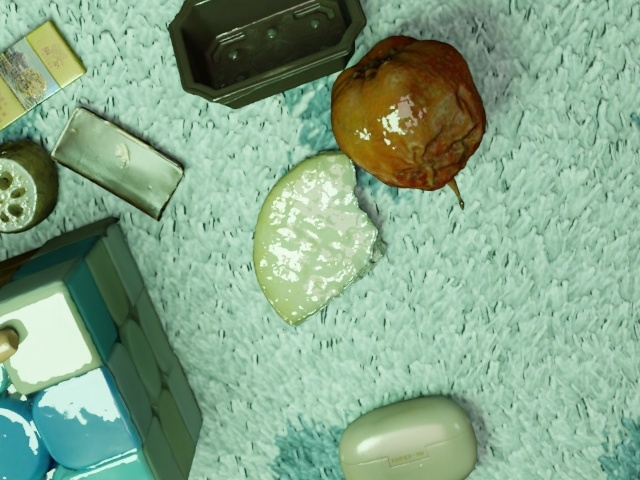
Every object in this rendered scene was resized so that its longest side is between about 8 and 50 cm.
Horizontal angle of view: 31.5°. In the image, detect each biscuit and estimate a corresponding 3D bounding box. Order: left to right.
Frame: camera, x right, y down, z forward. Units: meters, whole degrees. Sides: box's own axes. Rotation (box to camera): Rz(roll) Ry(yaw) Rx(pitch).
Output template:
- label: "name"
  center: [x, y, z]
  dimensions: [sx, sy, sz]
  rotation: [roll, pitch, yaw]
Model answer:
- label: "biscuit"
  center: [0.000, 0.000, 1.601]
  dimensions: [0.188, 0.040, 0.265]
  rotation: [13, 103, 0]

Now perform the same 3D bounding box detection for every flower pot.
- label: "flower pot"
  center: [-0.062, -0.262, 1.492]
  dimensions: [0.251, 0.084, 0.179]
  rotation: [-20, 62, 6]

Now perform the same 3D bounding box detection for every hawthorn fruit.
- label: "hawthorn fruit"
  center: [0.133, -0.142, 1.489]
  dimensions: [0.207, 0.207, 0.243]
  rotation: [-33, 109, 8]

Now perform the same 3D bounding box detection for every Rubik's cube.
- label: "Rubik's cube"
  center: [-0.383, 0.211, 1.499]
  dimensions: [0.344, 0.347, 0.346]
  rotation: [-21, 102, 6]

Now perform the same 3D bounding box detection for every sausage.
- label: "sausage"
  center: [-0.379, 0.131, 1.285]
  dimensions: [0.083, 0.034, 0.034]
  rotation: [-32, 101, 9]

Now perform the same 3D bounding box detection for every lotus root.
- label: "lotus root"
  center: [-0.420, -0.073, 1.563]
  dimensions: [0.112, 0.081, 0.122]
  rotation: [-21, 101, 8]

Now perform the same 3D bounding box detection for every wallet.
- label: "wallet"
  center: [-0.280, -0.108, 1.584]
  dimensions: [0.176, 0.026, 0.095]
  rotation: [30, 108, -4]

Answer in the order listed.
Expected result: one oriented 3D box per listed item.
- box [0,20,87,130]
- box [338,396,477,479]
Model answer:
- label: "box"
  center: [-0.407, -0.224, 1.559]
  dimensions: [0.155, 0.023, 0.087]
  rotation: [-33, 98, 7]
- label: "box"
  center: [0.126, 0.304, 1.646]
  dimensions: [0.200, 0.088, 0.146]
  rotation: [-17, 102, 3]
